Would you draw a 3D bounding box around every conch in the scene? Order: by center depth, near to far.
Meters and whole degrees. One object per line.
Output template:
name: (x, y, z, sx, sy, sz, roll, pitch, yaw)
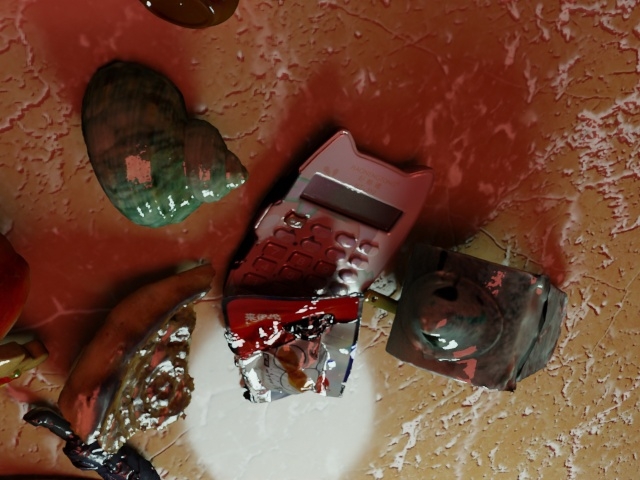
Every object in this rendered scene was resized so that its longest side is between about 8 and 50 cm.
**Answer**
conch: (-0.184, -0.101, 0.978, 0.188, 0.122, 0.176, 16, 90, -33)

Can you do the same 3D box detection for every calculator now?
calculator: (0.000, 0.000, 1.165, 0.220, 0.048, 0.330, 20, 115, -32)

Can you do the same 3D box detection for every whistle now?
whistle: (0.262, 0.117, 1.231, 0.404, 0.188, 0.168, 14, 93, -33)

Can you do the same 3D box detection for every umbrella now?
umbrella: (-0.322, 0.307, 1.224, 0.071, 0.071, 0.248, -36, 126, 3)

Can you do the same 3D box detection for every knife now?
knife: (0.158, 0.113, 1.295, 0.256, 0.022, 0.046, 24, 109, -41)

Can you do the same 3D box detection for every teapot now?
teapot: (-0.148, -0.281, 0.906, 0.129, 0.078, 0.098, 17, 155, -15)

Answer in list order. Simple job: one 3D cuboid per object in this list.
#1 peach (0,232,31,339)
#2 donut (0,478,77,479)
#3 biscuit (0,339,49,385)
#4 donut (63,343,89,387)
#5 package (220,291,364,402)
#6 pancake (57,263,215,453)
peach: (-0.439, 0.056, 0.904, 0.243, 0.243, 0.199, -12, 130, -14)
donut: (-0.412, 0.545, 1.270, 0.377, 0.163, 0.435, -28, 126, -11)
biscuit: (-0.454, 0.189, 1.048, 0.238, 0.041, 0.212, -31, 175, 25)
donut: (-0.297, 0.208, 1.158, 0.108, 0.065, 0.166, -36, 134, -26)
package: (-0.035, 0.155, 1.217, 0.194, 0.071, 0.269, -10, 134, -6)
pancake: (-0.238, 0.160, 1.104, 0.212, 0.056, 0.257, -7, 110, -47)
